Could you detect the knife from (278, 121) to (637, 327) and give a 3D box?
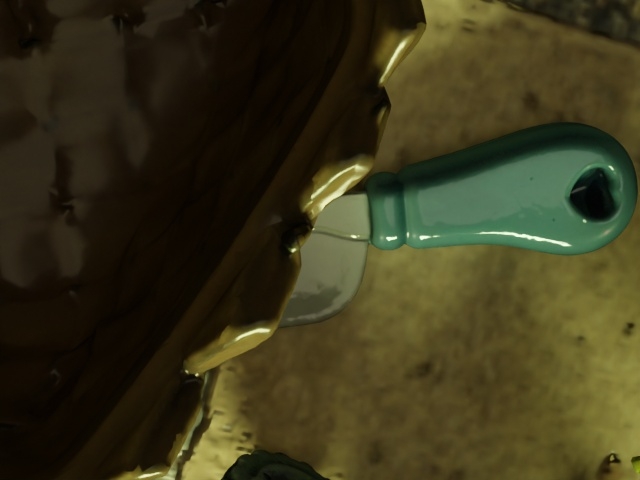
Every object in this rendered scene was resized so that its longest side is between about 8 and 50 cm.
[{"bbox_3d":[0.001,0.002,0.696,0.244,0.032,0.058,-12,107,-7],"label":"knife"}]

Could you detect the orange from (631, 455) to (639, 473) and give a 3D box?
[{"bbox_3d":[0.255,0.099,0.675,0.300,0.223,0.301,-3,107,-20],"label":"orange"}]

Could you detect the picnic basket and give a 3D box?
[{"bbox_3d":[-0.132,-0.060,0.503,0.291,0.321,0.254,32,93,-12],"label":"picnic basket"}]

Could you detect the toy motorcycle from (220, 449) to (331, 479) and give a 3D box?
[{"bbox_3d":[0.049,0.157,0.683,0.213,0.122,0.082,33,103,-15],"label":"toy motorcycle"}]
